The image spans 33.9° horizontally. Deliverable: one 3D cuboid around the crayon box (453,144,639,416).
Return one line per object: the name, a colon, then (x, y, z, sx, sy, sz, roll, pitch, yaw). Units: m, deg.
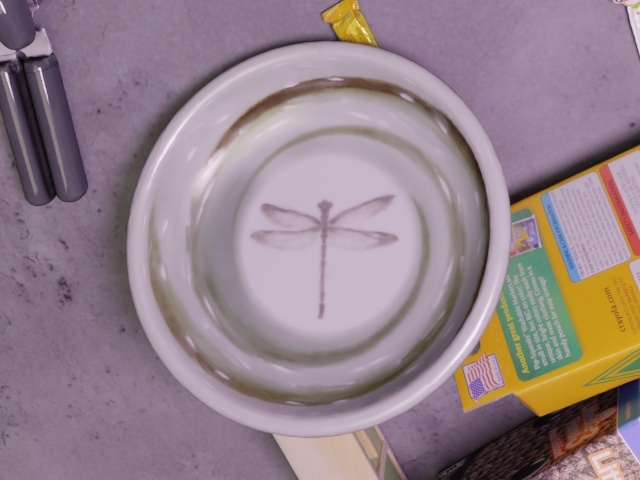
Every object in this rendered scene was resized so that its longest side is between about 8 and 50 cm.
crayon box: (0.277, 0.037, 1.052, 0.323, 0.203, 0.083, -25, 144, 19)

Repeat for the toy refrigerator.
toy refrigerator: (0.027, 0.246, 1.227, 0.094, 0.102, 0.269, -23, 106, 15)

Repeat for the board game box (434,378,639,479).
board game box: (0.259, 0.281, 1.127, 0.291, 0.232, 0.141, -35, 88, 18)

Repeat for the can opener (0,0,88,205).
can opener: (-0.320, -0.166, 1.112, 0.076, 0.095, 0.283, -6, 110, 11)

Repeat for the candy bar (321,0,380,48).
candy bar: (0.058, -0.178, 1.100, 0.040, 0.018, 0.161, -26, 106, 20)

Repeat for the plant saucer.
plant saucer: (0.000, 0.000, 1.083, 0.400, 0.100, 0.401, -3, 79, 17)

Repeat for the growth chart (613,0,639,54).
growth chart: (0.393, -0.203, 1.046, 0.172, 0.021, 0.237, -23, 107, 14)
